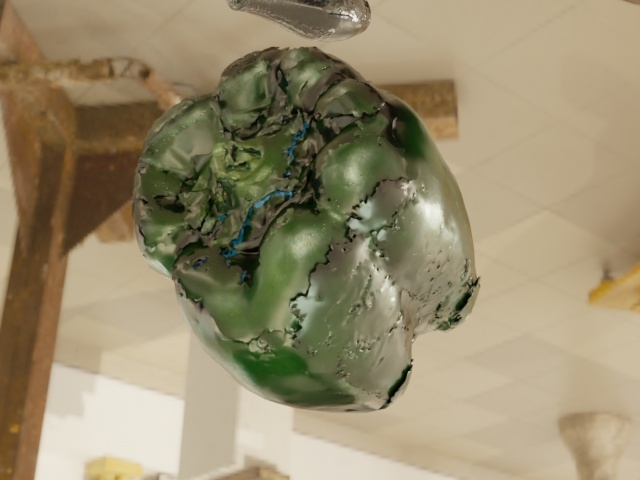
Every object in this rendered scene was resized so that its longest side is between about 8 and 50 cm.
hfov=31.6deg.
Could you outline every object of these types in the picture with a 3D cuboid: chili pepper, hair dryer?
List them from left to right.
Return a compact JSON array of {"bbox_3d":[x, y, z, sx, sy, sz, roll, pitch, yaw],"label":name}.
[{"bbox_3d":[-0.001,-0.320,1.179,0.075,0.219,0.195,26,-164,37],"label":"hair dryer"},{"bbox_3d":[0.000,0.000,0.869,0.233,0.248,0.257,-34,142,9],"label":"chili pepper"}]

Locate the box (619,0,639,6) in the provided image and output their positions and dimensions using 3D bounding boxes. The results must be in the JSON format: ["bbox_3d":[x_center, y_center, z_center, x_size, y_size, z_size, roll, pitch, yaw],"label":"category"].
[{"bbox_3d":[0.326,-0.325,0.946,0.301,0.216,0.301,14,173,2],"label":"box"}]
